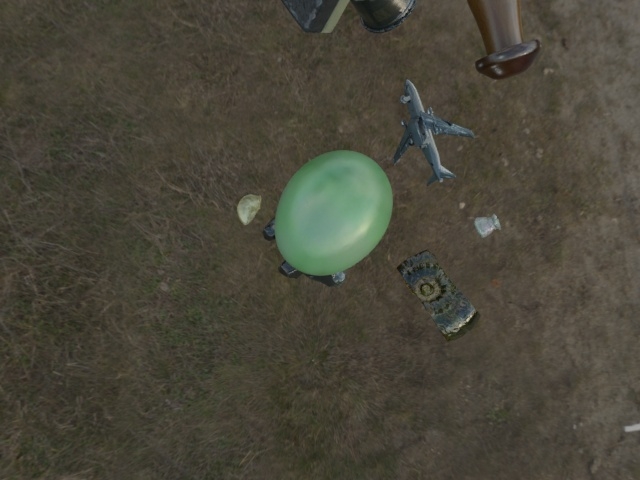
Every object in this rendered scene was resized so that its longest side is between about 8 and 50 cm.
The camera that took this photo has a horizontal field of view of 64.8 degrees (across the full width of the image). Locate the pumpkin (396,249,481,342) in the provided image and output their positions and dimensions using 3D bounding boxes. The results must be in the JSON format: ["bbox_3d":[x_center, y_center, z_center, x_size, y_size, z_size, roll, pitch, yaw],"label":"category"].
[{"bbox_3d":[0.386,0.181,1.622,0.139,0.190,0.280,-36,62,9],"label":"pumpkin"}]

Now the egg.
[{"bbox_3d":[0.024,-0.055,1.028,0.220,0.220,0.269,42,96,8],"label":"egg"}]

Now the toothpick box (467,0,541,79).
[{"bbox_3d":[0.543,-0.639,1.514,0.192,0.192,0.294,-17,99,-5],"label":"toothpick box"}]

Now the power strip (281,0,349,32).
[{"bbox_3d":[-0.044,-0.437,0.752,0.070,0.105,0.256,-21,71,-41],"label":"power strip"}]

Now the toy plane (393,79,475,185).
[{"bbox_3d":[0.213,-0.218,1.034,0.058,0.226,0.226,-36,104,-32],"label":"toy plane"}]

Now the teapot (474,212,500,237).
[{"bbox_3d":[0.503,-0.049,1.514,0.064,0.083,0.064,-24,97,29],"label":"teapot"}]

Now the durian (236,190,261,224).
[{"bbox_3d":[-0.210,-0.099,1.461,0.052,0.130,0.066,14,42,-27],"label":"durian"}]

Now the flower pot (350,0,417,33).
[{"bbox_3d":[0.130,-0.564,1.134,0.157,0.107,0.157,-10,73,36],"label":"flower pot"}]

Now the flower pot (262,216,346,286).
[{"bbox_3d":[0.000,0.000,1.573,0.283,0.299,0.299,-33,78,-31],"label":"flower pot"}]
